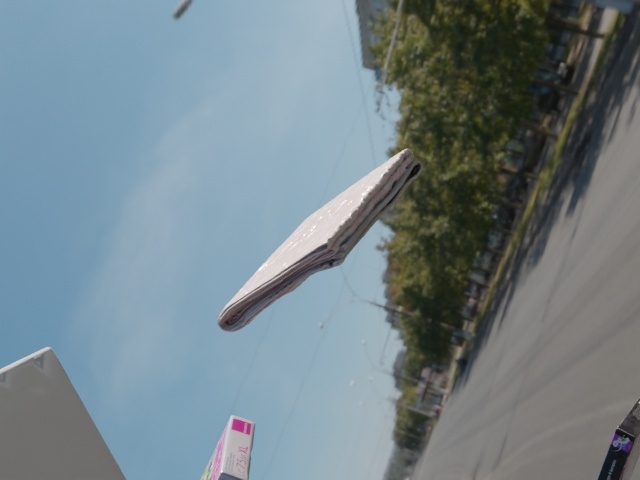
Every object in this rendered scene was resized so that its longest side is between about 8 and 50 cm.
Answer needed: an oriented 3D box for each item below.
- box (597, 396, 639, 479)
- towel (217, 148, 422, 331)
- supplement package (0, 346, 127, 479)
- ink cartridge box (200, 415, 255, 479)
[{"bbox_3d":[0.404,0.291,1.053,0.116,0.029,0.162,-27,-46,-47],"label":"box"},{"bbox_3d":[0.000,0.000,1.329,0.317,0.053,0.332,-34,10,43],"label":"towel"},{"bbox_3d":[-0.273,0.276,0.683,0.175,0.293,0.177,-30,-1,30],"label":"supplement package"},{"bbox_3d":[-0.212,0.509,1.493,0.186,0.065,0.311,-91,23,-70],"label":"ink cartridge box"}]
